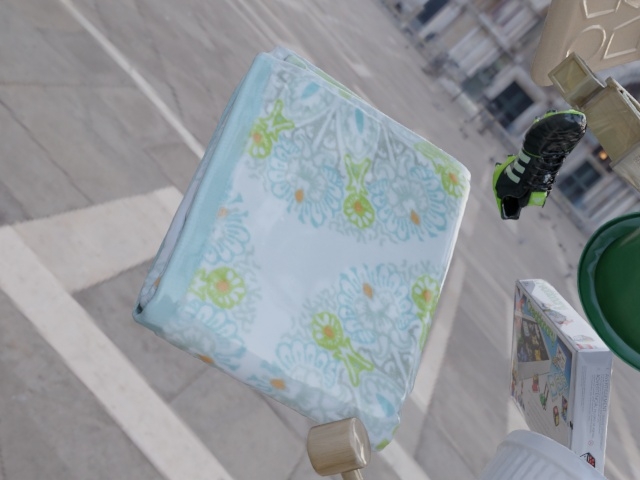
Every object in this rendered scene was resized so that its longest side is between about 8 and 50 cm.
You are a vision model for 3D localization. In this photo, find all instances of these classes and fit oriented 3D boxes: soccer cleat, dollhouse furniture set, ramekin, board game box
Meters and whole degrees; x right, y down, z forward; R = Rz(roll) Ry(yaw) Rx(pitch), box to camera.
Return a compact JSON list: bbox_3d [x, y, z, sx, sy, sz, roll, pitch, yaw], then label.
[{"bbox_3d":[0.233,-0.078,1.027,0.179,0.060,0.072,121,-32,-65],"label":"soccer cleat"},{"bbox_3d":[0.378,-0.165,1.090,0.101,0.161,0.182,30,29,-37],"label":"dollhouse furniture set"},{"bbox_3d":[0.240,0.309,1.010,0.207,0.109,0.207,43,-18,18],"label":"ramekin"},{"bbox_3d":[0.325,0.188,1.350,0.305,0.053,0.192,-100,-170,-75],"label":"board game box"}]

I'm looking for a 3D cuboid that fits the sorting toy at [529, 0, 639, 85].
[{"bbox_3d":[0.391,-0.309,1.311,0.193,0.208,0.038,97,-28,-47],"label":"sorting toy"}]

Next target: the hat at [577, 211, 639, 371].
[{"bbox_3d":[0.338,0.010,0.871,0.208,0.173,0.183,47,-21,13],"label":"hat"}]

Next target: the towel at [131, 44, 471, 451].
[{"bbox_3d":[0.000,0.000,1.086,0.321,0.090,0.374,31,62,-18],"label":"towel"}]

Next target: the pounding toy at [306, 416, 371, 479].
[{"bbox_3d":[0.049,0.193,0.570,0.181,0.094,0.206,39,34,-52],"label":"pounding toy"}]
